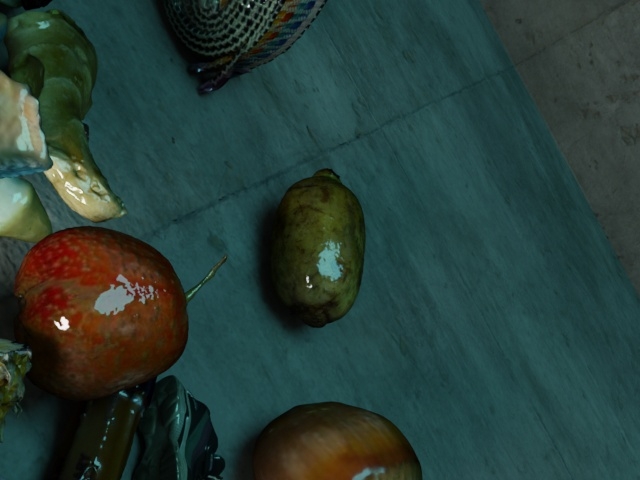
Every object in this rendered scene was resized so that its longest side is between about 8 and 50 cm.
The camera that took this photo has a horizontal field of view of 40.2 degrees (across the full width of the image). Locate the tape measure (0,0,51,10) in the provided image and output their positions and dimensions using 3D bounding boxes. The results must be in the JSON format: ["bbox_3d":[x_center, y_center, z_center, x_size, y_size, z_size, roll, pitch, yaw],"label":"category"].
[{"bbox_3d":[-0.346,-0.344,0.948,0.235,0.115,0.207,37,15,-50],"label":"tape measure"}]

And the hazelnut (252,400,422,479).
[{"bbox_3d":[0.021,0.276,1.025,0.214,0.176,0.214,39,12,-9],"label":"hazelnut"}]

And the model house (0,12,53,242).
[{"bbox_3d":[-0.332,-0.126,0.759,0.325,0.267,0.194,50,45,-41],"label":"model house"}]

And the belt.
[{"bbox_3d":[-0.112,-0.373,1.237,0.207,0.295,0.160,52,34,11],"label":"belt"}]

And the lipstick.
[{"bbox_3d":[-0.214,0.194,0.838,0.077,0.077,0.418,41,38,-30],"label":"lipstick"}]

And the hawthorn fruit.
[{"bbox_3d":[-0.181,0.066,0.821,0.203,0.163,0.163,3,61,-22],"label":"hawthorn fruit"}]

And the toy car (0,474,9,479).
[{"bbox_3d":[-0.282,0.235,0.566,0.212,0.270,0.181,61,37,-46],"label":"toy car"}]

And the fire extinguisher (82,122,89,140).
[{"bbox_3d":[-0.319,-0.132,0.966,0.132,0.039,0.056,15,22,-49],"label":"fire extinguisher"}]

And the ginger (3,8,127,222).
[{"bbox_3d":[-0.265,-0.131,0.912,0.295,0.086,0.131,67,5,32],"label":"ginger"}]

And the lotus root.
[{"bbox_3d":[0.000,0.000,1.239,0.145,0.128,0.260,51,36,-43],"label":"lotus root"}]

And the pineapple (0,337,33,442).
[{"bbox_3d":[-0.321,0.136,0.688,0.176,0.161,0.137,53,48,-80],"label":"pineapple"}]

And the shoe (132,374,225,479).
[{"bbox_3d":[-0.140,0.232,0.925,0.099,0.071,0.169,35,38,-41],"label":"shoe"}]
